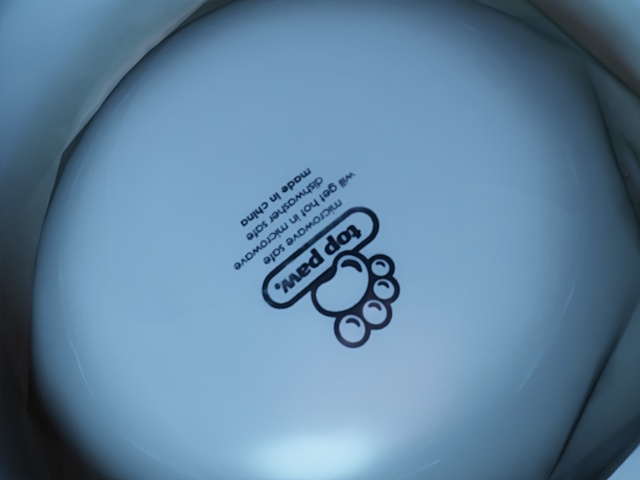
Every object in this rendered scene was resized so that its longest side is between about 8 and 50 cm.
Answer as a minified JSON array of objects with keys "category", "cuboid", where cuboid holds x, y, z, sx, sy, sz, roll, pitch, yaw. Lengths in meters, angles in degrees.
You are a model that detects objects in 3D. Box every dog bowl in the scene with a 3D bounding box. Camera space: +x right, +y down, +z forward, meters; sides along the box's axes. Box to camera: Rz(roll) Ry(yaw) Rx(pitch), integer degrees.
[{"category":"dog bowl","cuboid":[0.000,0.000,0.653,0.408,0.150,0.408,-5,71,14]}]
